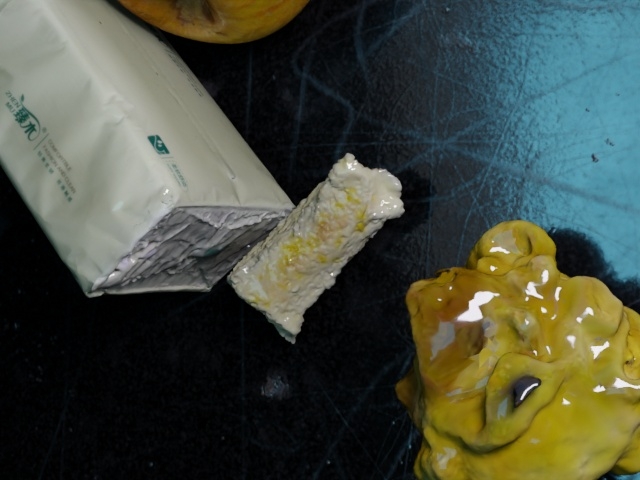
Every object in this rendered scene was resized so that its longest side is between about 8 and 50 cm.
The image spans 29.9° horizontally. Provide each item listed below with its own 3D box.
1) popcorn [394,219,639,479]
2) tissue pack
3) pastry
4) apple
[{"bbox_3d":[0.213,0.156,1.301,0.316,0.281,0.297,43,89,8],"label":"popcorn"},{"bbox_3d":[-0.253,-0.124,1.506,0.207,0.297,0.380,-43,73,20],"label":"tissue pack"},{"bbox_3d":[-0.006,-0.002,1.484,0.121,0.089,0.258,32,108,-22],"label":"pastry"},{"bbox_3d":[-0.127,-0.397,1.465,0.299,0.299,0.275,7,76,26],"label":"apple"}]
